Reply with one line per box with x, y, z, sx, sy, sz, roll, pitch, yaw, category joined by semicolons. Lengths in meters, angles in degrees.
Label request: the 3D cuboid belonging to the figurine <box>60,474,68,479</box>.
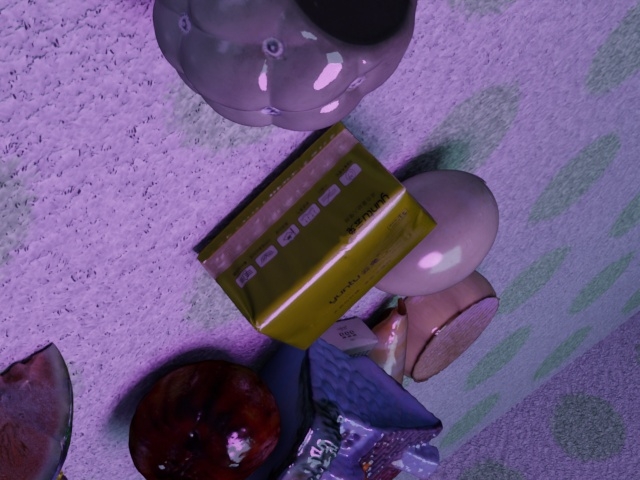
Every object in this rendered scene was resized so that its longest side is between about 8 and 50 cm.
-0.443;0.392;1.638;0.129;0.054;0.072;-13;148;-44;figurine

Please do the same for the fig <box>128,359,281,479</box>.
-0.173;0.292;1.698;0.263;0.224;0.224;-11;142;-45;fig

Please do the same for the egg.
0.174;-0.011;1.729;0.253;0.186;0.186;-39;157;-11;egg

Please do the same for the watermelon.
-0.379;0.267;1.405;0.128;0.146;0.231;-10;140;-51;watermelon

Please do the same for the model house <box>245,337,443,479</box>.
0.012;0.407;1.894;0.339;0.297;0.360;27;117;-25;model house

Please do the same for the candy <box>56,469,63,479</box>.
-0.401;0.294;1.556;0.058;0.062;0.194;10;129;-4;candy

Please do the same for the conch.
0.127;0.244;2.133;0.255;0.127;0.158;-58;173;33;conch

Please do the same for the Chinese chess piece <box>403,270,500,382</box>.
0.253;0.175;2.269;0.270;0.112;0.270;-35;155;-18;Chinese chess piece

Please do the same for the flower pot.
-0.036;-0.220;0.988;0.246;0.246;0.195;-21;-179;-39;flower pot

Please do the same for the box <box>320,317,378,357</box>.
-0.019;0.266;2.055;0.168;0.071;0.259;-7;138;-52;box

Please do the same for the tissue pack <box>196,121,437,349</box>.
0.000;0.000;1.505;0.274;0.167;0.200;-45;156;4;tissue pack
